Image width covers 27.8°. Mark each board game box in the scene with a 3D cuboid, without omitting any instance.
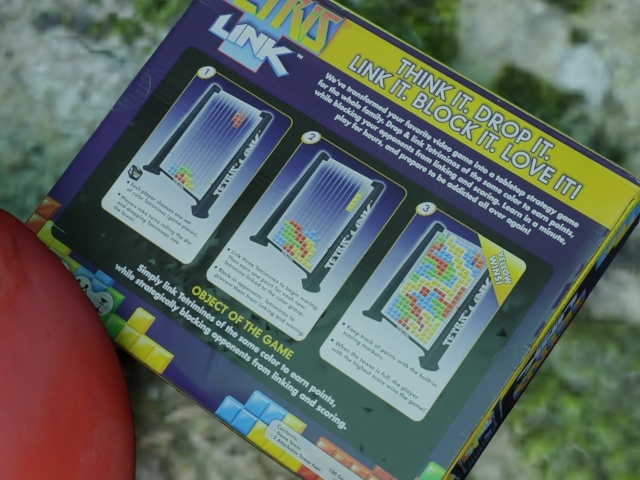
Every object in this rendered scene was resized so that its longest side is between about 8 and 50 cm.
[{"bbox_3d":[0.000,0.000,0.443,0.170,0.048,0.141,34,81,18],"label":"board game box"}]

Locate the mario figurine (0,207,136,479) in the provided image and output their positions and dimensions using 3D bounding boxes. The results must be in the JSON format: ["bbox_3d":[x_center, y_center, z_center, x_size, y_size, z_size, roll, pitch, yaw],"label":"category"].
[{"bbox_3d":[-0.210,0.040,0.412,0.321,0.170,0.198,22,90,7],"label":"mario figurine"}]
